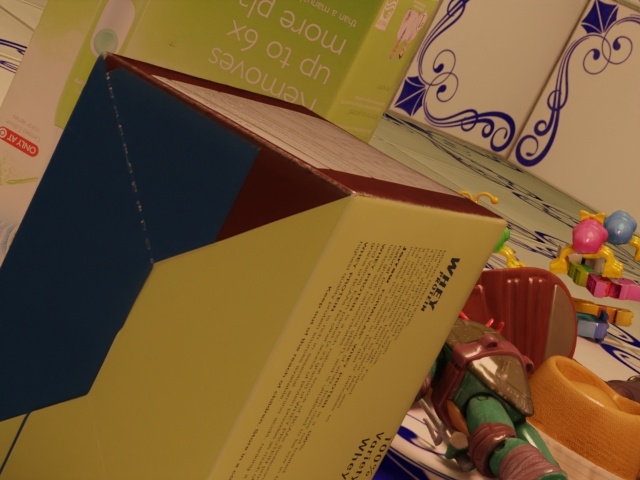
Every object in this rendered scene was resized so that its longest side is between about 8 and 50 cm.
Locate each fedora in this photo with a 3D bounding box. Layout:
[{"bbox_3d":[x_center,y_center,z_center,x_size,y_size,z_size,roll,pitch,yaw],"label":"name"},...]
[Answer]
[{"bbox_3d":[0.191,0.140,1.136,0.194,0.079,0.194,32,6,-4],"label":"fedora"}]

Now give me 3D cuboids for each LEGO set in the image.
[{"bbox_3d":[0.358,0.075,1.931,0.093,0.087,0.227,10,11,-5],"label":"LEGO set"}]

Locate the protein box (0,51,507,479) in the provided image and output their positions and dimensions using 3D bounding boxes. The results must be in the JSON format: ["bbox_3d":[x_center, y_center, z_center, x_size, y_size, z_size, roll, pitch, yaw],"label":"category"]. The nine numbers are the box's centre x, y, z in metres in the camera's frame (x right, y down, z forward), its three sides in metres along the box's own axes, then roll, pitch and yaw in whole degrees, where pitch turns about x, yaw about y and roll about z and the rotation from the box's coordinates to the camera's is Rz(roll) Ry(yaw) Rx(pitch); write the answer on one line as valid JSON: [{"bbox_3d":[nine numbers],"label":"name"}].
[{"bbox_3d":[-0.042,0.041,0.720,0.136,0.200,0.201,31,10,22],"label":"protein box"}]

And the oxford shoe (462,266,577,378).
[{"bbox_3d":[0.049,0.066,1.205,0.348,0.123,0.130,14,-13,-41],"label":"oxford shoe"}]

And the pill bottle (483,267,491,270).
[{"bbox_3d":[0.190,0.073,1.530,0.078,0.078,0.137,34,12,36],"label":"pill bottle"}]

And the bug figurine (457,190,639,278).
[{"bbox_3d":[0.276,-0.010,1.906,0.279,0.072,0.216,3,11,9],"label":"bug figurine"}]

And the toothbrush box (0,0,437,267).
[{"bbox_3d":[-0.084,-0.082,1.009,0.206,0.283,0.122,30,11,15],"label":"toothbrush box"}]

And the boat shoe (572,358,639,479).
[{"bbox_3d":[0.292,0.159,1.302,0.102,0.092,0.285,20,12,-36],"label":"boat shoe"}]

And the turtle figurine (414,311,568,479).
[{"bbox_3d":[0.086,0.110,0.980,0.175,0.118,0.234,19,18,-40],"label":"turtle figurine"}]
